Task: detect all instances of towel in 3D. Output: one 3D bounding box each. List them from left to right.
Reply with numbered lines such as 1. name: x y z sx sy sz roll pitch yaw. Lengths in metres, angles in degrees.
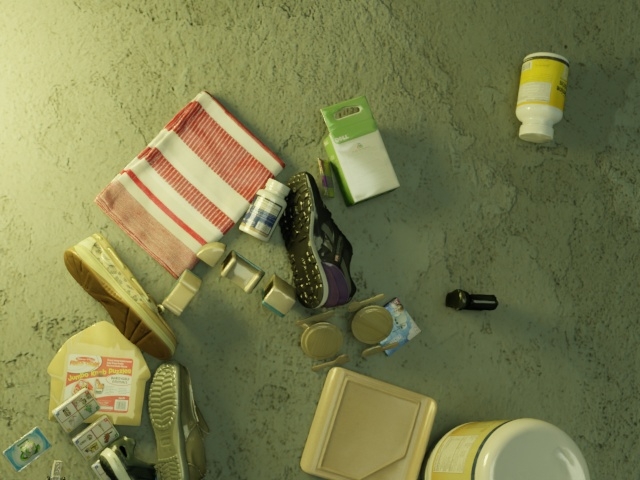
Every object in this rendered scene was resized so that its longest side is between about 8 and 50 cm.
1. towel: -0.258 -0.115 1.799 0.237 0.037 0.329 43 75 -7
2. towel: 0.012 -0.131 1.862 0.009 0.060 0.083 -11 87 18

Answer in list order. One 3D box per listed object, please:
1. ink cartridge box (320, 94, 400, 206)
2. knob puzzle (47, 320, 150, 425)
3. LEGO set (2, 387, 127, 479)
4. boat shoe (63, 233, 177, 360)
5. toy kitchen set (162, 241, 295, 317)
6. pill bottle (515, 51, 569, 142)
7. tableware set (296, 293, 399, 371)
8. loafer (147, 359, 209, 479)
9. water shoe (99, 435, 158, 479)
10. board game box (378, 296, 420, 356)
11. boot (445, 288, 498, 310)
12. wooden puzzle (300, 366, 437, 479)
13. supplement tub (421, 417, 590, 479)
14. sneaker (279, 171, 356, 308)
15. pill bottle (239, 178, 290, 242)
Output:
1. ink cartridge box: 0.076 -0.187 1.878 0.109 0.062 0.209 -20 89 -16
2. knob puzzle: -0.424 0.252 1.716 0.213 0.030 0.213 2 83 -13
3. LEGO set: -0.490 0.415 1.656 0.244 0.060 0.182 -38 109 -24
4. boat shoe: -0.364 0.104 1.705 0.285 0.104 0.089 48 50 1
5. toy kitchen set: -0.181 0.112 1.768 0.207 0.122 0.166 36 96 -8
6. pill bottle: 0.489 -0.314 1.976 0.103 0.103 0.184 12 81 -13
7. tableware set: 0.053 0.182 1.825 0.194 0.039 0.128 -17 113 -1
8. loafer: -0.269 0.356 1.725 0.087 0.094 0.251 3 79 -48
9. water shoe: -0.332 0.459 1.683 0.080 0.073 0.203 -41 113 -30
10. board game box: 0.150 0.181 1.876 0.090 0.020 0.090 -37 94 -14
11. boot: 0.325 0.129 1.878 0.099 0.121 0.045 5 85 -7
12. wooden puzzle: 0.099 0.397 1.830 0.239 0.044 0.220 19 80 -7
13. supplement tub: 0.345 0.464 1.730 0.228 0.316 0.228 4 76 -16
14. sneaker: 0.000 0.000 1.835 0.124 0.107 0.283 0 77 -41
15. pill bottle: -0.109 -0.062 1.805 0.067 0.067 0.120 27 87 -10
